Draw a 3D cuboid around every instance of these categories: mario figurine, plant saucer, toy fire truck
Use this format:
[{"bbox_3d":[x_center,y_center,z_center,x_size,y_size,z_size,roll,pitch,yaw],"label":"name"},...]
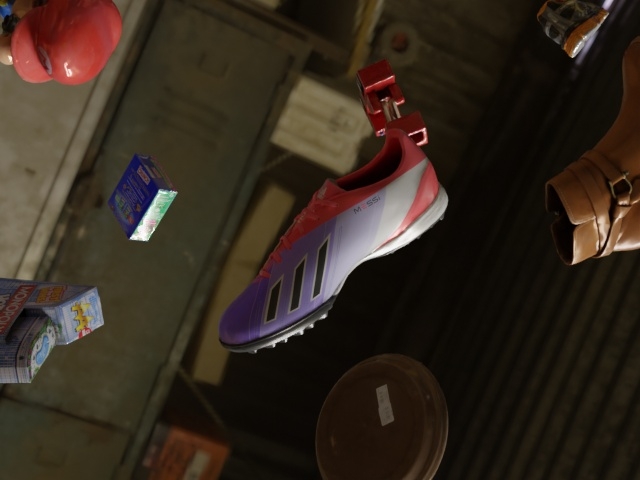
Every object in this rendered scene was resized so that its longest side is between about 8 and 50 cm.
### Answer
[{"bbox_3d":[-0.375,-0.282,1.403,0.170,0.198,0.320,-57,-134,15],"label":"mario figurine"},{"bbox_3d":[0.092,0.323,1.953,0.277,0.041,0.278,-20,-122,35],"label":"plant saucer"},{"bbox_3d":[0.093,-0.161,1.503,0.192,0.047,0.135,71,-3,-76],"label":"toy fire truck"}]

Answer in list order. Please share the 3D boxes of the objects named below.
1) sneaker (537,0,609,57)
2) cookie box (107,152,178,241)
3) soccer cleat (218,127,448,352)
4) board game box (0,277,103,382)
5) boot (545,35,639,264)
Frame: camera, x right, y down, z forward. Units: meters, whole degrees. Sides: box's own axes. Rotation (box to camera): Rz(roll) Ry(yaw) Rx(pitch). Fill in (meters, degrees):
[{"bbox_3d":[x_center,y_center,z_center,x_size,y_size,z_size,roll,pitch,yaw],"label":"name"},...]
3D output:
[{"bbox_3d":[0.378,-0.334,1.738,0.084,0.083,0.215,-53,175,17],"label":"sneaker"},{"bbox_3d":[-0.284,-0.068,1.828,0.107,0.040,0.092,-55,-127,27],"label":"cookie box"},{"bbox_3d":[0.000,0.000,1.297,0.318,0.116,0.108,-37,-149,-13],"label":"soccer cleat"},{"bbox_3d":[-0.388,0.108,1.469,0.194,0.194,0.060,-75,160,-64],"label":"board game box"},{"bbox_3d":[0.397,-0.118,1.573,0.109,0.220,0.284,-142,-145,-64],"label":"boot"}]
